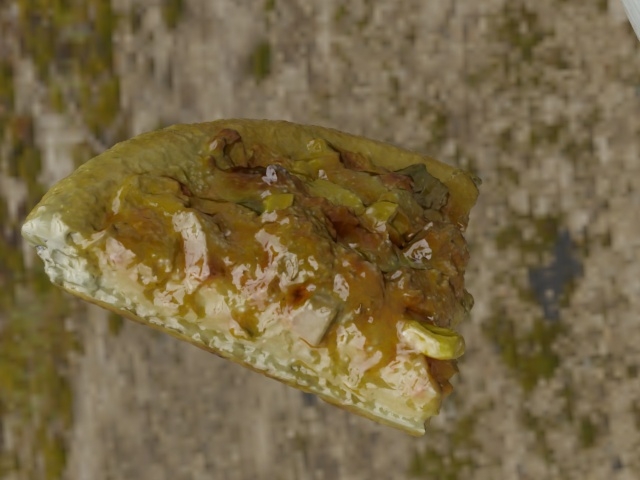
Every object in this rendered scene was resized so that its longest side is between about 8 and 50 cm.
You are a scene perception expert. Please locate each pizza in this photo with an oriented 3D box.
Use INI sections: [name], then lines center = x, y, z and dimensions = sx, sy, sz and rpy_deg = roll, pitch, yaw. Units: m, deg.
[pizza]
center = -0.029, -0.017, 1.150
dimensions = 0.258, 0.268, 0.087
rpy_deg = -80, 13, -62

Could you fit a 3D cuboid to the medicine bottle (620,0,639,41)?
[medicine bottle]
center = 0.137, -0.191, 0.590
dimensions = 0.190, 0.190, 0.332
rpy_deg = 112, 149, -42
